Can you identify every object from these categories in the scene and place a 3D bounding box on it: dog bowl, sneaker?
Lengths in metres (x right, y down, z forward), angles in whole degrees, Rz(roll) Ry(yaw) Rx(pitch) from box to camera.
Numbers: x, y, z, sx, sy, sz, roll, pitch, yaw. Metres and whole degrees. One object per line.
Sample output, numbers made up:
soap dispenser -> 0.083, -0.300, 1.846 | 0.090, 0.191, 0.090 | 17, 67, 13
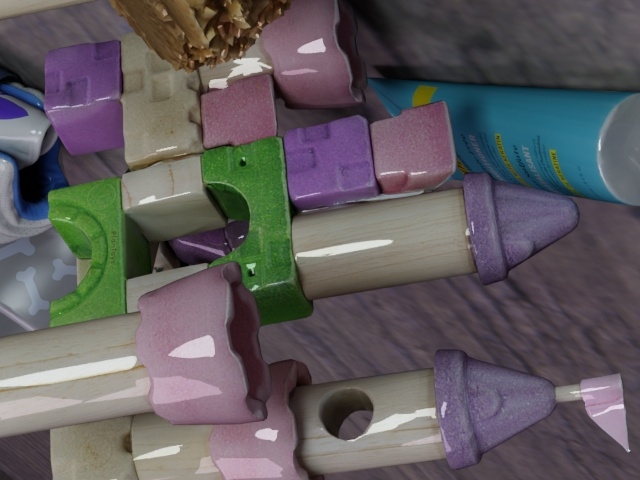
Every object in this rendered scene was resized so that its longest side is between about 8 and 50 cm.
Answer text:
dog bowl -> -0.283, 0.066, 1.759 | 0.349, 0.102, 0.349 | 30, 162, 11
sneaker -> -0.303, -0.126, 1.317 | 0.236, 0.130, 0.322 | 3, 136, 30

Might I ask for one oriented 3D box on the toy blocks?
toy blocks -> 0.000, 0.000, 0.870 | 0.260, 0.288, 0.309 | -11, 150, 8

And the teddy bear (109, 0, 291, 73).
teddy bear -> -0.108, -0.225, 0.667 | 0.338, 0.113, 0.245 | 49, 169, 12

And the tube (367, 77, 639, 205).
tube -> 0.098, -0.053, 0.903 | 0.080, 0.052, 0.207 | 54, 161, -22
